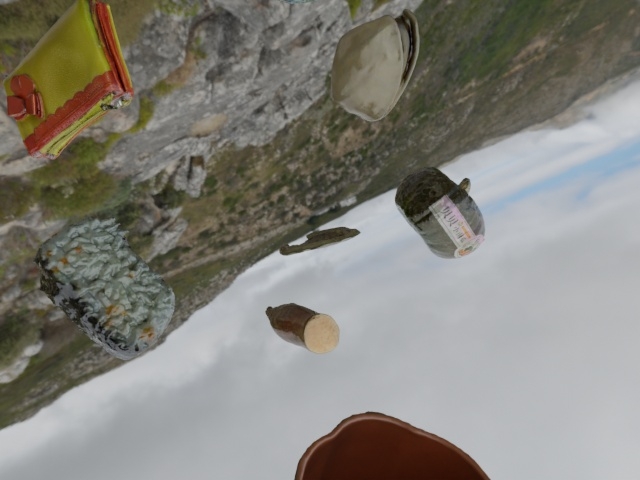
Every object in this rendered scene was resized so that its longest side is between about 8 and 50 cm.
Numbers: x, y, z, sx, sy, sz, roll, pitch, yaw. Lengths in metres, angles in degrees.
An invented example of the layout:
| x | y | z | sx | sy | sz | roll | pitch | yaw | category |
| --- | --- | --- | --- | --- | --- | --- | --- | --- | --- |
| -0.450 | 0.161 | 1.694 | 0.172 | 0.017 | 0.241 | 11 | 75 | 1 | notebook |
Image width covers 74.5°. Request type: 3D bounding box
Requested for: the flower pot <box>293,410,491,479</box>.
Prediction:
| x | y | z | sx | sy | sz | roll | pitch | yaw | category |
| --- | --- | --- | --- | --- | --- | --- | --- | --- | --- |
| 0.044 | 0.272 | 0.334 | 0.191 | 0.191 | 0.173 | -35 | 148 | -65 | flower pot |

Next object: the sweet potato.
| x | y | z | sx | sy | sz | roll | pitch | yaw | category |
| --- | --- | --- | --- | --- | --- | --- | --- | --- | --- |
| -0.092 | 0.253 | 1.298 | 0.131 | 0.131 | 0.337 | -29 | -158 | -35 | sweet potato |

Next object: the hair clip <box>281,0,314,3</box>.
| x | y | z | sx | sy | sz | roll | pitch | yaw | category |
| --- | --- | --- | --- | --- | --- | --- | --- | --- | --- |
| 0.012 | -0.218 | 0.202 | 0.066 | 0.036 | 0.229 | 4 | 148 | -17 | hair clip |

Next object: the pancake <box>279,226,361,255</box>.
| x | y | z | sx | sy | sz | roll | pitch | yaw | category |
| --- | --- | --- | --- | --- | --- | --- | --- | --- | --- |
| 0.000 | 0.000 | 1.135 | 0.212 | 0.029 | 0.235 | -8 | -169 | 36 | pancake |

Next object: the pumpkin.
| x | y | z | sx | sy | sz | roll | pitch | yaw | category |
| --- | --- | --- | --- | --- | --- | --- | --- | --- | --- |
| 0.311 | -0.085 | 1.068 | 0.189 | 0.260 | 0.260 | -38 | -178 | 7 | pumpkin |

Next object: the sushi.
| x | y | z | sx | sy | sz | roll | pitch | yaw | category |
| --- | --- | --- | --- | --- | --- | --- | --- | --- | --- |
| -0.333 | 0.079 | 0.660 | 0.136 | 0.225 | 0.126 | -40 | -166 | -35 | sushi |

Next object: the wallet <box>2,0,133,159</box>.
| x | y | z | sx | sy | sz | roll | pitch | yaw | category |
| --- | --- | --- | --- | --- | --- | --- | --- | --- | --- |
| -0.369 | -0.218 | 0.602 | 0.241 | 0.141 | 0.067 | -20 | 176 | 32 | wallet |

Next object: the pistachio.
| x | y | z | sx | sy | sz | roll | pitch | yaw | category |
| --- | --- | --- | --- | --- | --- | --- | --- | --- | --- |
| 0.095 | -0.316 | 0.772 | 0.138 | 0.153 | 0.238 | -36 | 170 | -24 | pistachio |
